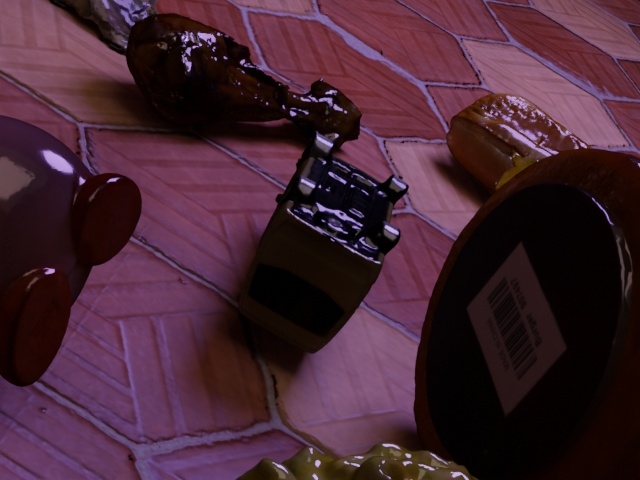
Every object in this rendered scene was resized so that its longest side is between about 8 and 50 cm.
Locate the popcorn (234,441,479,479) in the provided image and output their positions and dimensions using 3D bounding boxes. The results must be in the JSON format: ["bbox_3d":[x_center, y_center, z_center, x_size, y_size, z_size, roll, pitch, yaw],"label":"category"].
[{"bbox_3d":[0.022,0.215,0.911,0.235,0.181,0.217,34,26,21],"label":"popcorn"}]

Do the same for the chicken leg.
[{"bbox_3d":[-0.072,-0.145,1.590,0.304,0.093,0.113,18,45,-44],"label":"chicken leg"}]

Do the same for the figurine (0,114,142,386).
[{"bbox_3d":[-0.231,-0.004,1.053,0.173,0.173,0.173,25,26,-13],"label":"figurine"}]

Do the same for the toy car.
[{"bbox_3d":[0.000,0.000,1.354,0.101,0.124,0.256,30,16,-3],"label":"toy car"}]

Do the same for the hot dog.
[{"bbox_3d":[0.285,-0.040,1.771,0.337,0.100,0.135,38,34,16],"label":"hot dog"}]

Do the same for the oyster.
[{"bbox_3d":[-0.227,-0.306,1.700,0.166,0.094,0.294,14,36,-50],"label":"oyster"}]

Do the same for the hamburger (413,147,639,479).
[{"bbox_3d":[0.248,0.101,1.219,0.250,0.330,0.330,18,28,-29],"label":"hamburger"}]

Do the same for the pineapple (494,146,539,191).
[{"bbox_3d":[0.251,0.044,1.604,0.250,0.140,0.164,29,62,31],"label":"pineapple"}]
